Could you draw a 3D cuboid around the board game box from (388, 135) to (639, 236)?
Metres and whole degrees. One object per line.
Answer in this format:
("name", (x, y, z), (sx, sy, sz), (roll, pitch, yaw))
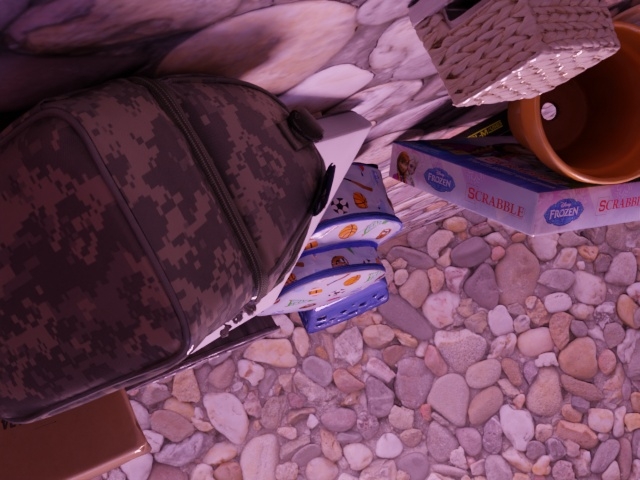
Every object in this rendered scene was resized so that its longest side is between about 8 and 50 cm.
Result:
("board game box", (0.328, -0.099, 1.125), (0.317, 0.066, 0.318), (-7, -157, -32))

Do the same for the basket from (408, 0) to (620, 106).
("basket", (0.182, -0.193, 0.656), (0.167, 0.103, 0.113), (-17, 173, -43))

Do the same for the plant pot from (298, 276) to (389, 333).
("plant pot", (0.031, 0.071, 1.775), (0.235, 0.236, 0.212), (-22, 166, -5))

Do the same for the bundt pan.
("bundt pan", (-0.249, 0.178, 1.389), (0.330, 0.124, 0.331), (-22, 173, -3))

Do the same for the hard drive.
("hard drive", (-0.063, -0.009, 0.881), (0.203, 0.040, 0.308), (-27, 151, -55))

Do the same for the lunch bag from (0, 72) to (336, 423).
("lunch bag", (-0.162, -0.008, 0.626), (0.305, 0.213, 0.256), (-26, -171, 34))

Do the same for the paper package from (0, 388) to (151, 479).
("paper package", (-0.462, 0.239, 1.081), (0.324, 0.310, 0.168), (-21, 169, -18))

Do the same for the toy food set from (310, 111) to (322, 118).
("toy food set", (-0.042, -0.117, 0.884), (0.077, 0.019, 0.122), (-21, 173, -15))

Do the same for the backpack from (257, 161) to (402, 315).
("backpack", (-0.012, -0.009, 1.117), (0.276, 0.213, 0.263), (-10, 156, -49))

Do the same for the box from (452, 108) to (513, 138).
("box", (0.323, -0.194, 1.389), (0.184, 0.045, 0.190), (-29, 170, 31))

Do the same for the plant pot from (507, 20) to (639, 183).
("plant pot", (0.356, -0.183, 1.005), (0.205, 0.205, 0.188), (-22, -172, -5))
